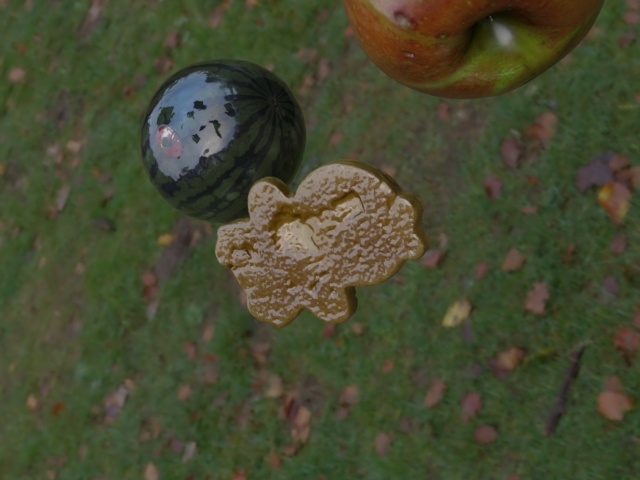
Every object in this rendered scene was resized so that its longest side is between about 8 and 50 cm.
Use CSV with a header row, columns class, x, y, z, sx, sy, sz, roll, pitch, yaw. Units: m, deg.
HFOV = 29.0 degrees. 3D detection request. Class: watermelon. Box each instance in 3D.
class,x,y,z,sx,sy,sz,roll,pitch,yaw
watermelon,-0.123,-0.124,1.543,0.212,0.212,0.212,-30,48,40

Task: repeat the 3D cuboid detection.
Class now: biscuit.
class,x,y,z,sx,sy,sz,roll,pitch,yaw
biscuit,0.001,-0.001,1.350,0.249,0.184,0.035,-30,7,29

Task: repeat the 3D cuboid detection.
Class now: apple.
class,x,y,z,sx,sy,sz,roll,pitch,yaw
apple,0.180,-0.348,1.514,0.340,0.340,0.339,-30,48,40
